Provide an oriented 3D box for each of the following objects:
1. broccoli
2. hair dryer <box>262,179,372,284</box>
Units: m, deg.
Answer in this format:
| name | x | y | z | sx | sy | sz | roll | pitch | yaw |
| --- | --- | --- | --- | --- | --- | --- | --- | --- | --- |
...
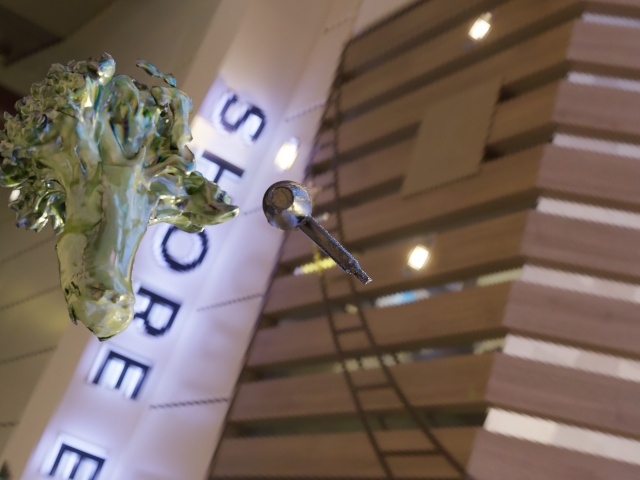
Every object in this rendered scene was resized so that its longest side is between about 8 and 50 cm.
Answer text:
| name | x | y | z | sx | sy | sz | roll | pitch | yaw |
| --- | --- | --- | --- | --- | --- | --- | --- | --- | --- |
| broccoli | -0.167 | -0.020 | 1.018 | 0.177 | 0.198 | 0.275 | -45 | -128 | 24 |
| hair dryer | 0.000 | 0.000 | 0.714 | 0.031 | 0.083 | 0.079 | -43 | 167 | 0 |
